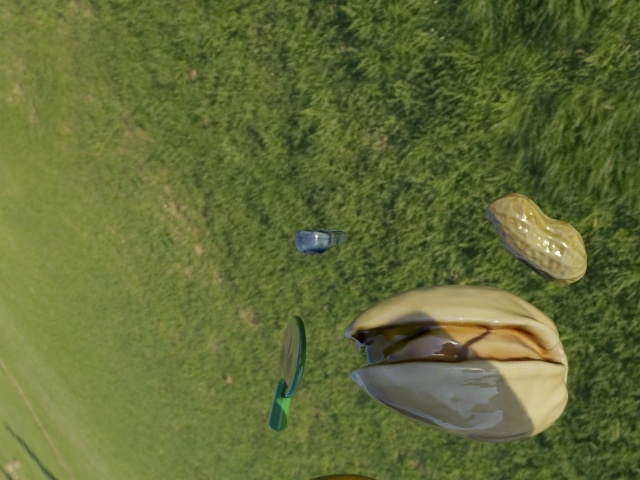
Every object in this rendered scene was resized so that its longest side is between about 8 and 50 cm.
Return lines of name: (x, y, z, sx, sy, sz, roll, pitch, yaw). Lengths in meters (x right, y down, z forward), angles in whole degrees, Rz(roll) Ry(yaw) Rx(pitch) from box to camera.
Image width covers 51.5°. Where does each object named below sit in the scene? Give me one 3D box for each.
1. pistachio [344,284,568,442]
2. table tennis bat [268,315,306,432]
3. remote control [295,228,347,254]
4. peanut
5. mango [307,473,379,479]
pistachio: (0.178, 0.150, 0.829, 0.214, 0.318, 0.193, 132, 145, -55)
table tennis bat: (-0.069, 0.279, 1.370, 0.160, 0.039, 0.257, -122, 41, -67)
remote control: (0.000, -0.002, 0.759, 0.043, 0.152, 0.027, -2, 93, 10)
peanut: (0.328, -0.002, 0.994, 0.194, 0.083, 0.093, 36, 162, -21)
mango: (0.051, 0.392, 0.900, 0.221, 0.151, 0.120, 46, -167, -22)
